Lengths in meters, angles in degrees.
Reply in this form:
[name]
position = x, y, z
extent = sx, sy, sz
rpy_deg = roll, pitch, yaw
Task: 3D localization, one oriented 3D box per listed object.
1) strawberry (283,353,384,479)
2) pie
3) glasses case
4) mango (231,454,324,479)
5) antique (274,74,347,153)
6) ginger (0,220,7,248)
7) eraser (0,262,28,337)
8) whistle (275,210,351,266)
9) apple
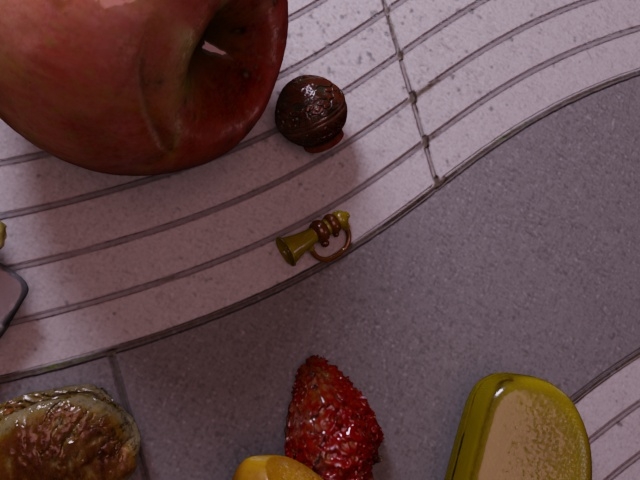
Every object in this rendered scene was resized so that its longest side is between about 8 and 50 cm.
[strawberry]
position = 0.020, 0.257, 0.926
extent = 0.140, 0.085, 0.192
rpy_deg = 18, 80, -9
[pie]
position = -0.314, 0.258, 0.853
extent = 0.193, 0.079, 0.163
rpy_deg = -16, 93, -13
[glasses case]
position = 0.245, 0.365, 0.939
extent = 0.173, 0.141, 0.371
rpy_deg = 17, 80, -2
[mango]
position = -0.007, 0.412, 0.840
extent = 0.199, 0.201, 0.350
rpy_deg = -33, 95, -4
[antique]
position = -0.013, -0.172, 0.947
extent = 0.104, 0.104, 0.104
rpy_deg = 1, 85, -13
[ginger]
position = -0.454, -0.055, 0.841
extent = 0.205, 0.081, 0.115
rpy_deg = 20, 57, 5
[eraser]
position = -0.475, 0.175, 0.830
extent = 0.089, 0.061, 0.352
rpy_deg = 35, 78, -7
[whistle]
position = 0.000, 0.000, 0.965
extent = 0.109, 0.046, 0.057
rpy_deg = -25, 77, -20
[apple]
position = -0.225, -0.257, 0.780
extent = 0.363, 0.364, 0.364
rpy_deg = 1, 85, -13
